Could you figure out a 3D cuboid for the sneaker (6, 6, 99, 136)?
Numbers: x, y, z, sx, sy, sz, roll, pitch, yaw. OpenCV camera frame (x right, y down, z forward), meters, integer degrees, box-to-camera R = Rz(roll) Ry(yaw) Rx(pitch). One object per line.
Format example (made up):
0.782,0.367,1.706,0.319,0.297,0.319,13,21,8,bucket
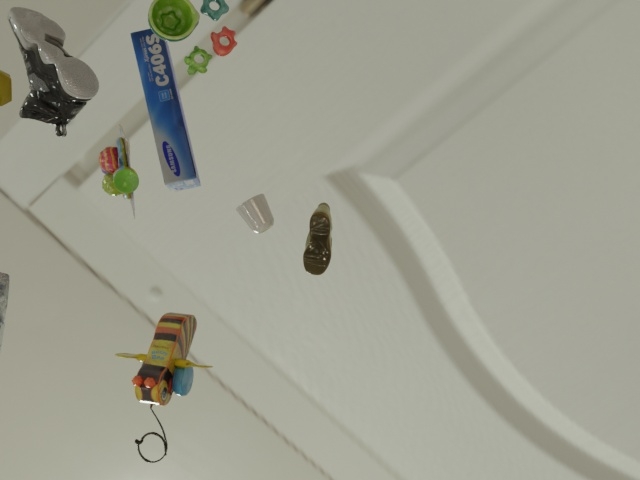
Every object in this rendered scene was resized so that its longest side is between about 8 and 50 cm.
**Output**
-0.532,-0.315,1.966,0.101,0.153,0.268,-6,-132,-52,sneaker

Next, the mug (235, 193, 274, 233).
-0.117,-0.050,2.017,0.078,0.062,0.064,-23,-100,-55,mug

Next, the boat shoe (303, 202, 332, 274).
-0.002,-0.001,2.025,0.056,0.153,0.048,8,-144,8,boat shoe

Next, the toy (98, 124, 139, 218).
-0.361,-0.123,1.842,0.237,0.056,0.136,-144,50,-69,toy

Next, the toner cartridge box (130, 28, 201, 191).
-0.348,-0.292,2.359,0.165,0.075,0.347,118,139,-86,toner cartridge box

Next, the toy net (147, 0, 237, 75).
-0.139,-0.351,1.502,0.122,0.232,0.045,44,164,-6,toy net

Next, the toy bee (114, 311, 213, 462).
-0.312,0.269,2.085,0.162,0.195,0.298,68,-171,-64,toy bee

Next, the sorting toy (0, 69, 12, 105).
-0.568,-0.272,1.481,0.307,0.229,0.041,32,-168,-34,sorting toy

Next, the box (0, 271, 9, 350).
-0.536,0.158,1.445,0.164,0.247,0.142,15,-139,-8,box
